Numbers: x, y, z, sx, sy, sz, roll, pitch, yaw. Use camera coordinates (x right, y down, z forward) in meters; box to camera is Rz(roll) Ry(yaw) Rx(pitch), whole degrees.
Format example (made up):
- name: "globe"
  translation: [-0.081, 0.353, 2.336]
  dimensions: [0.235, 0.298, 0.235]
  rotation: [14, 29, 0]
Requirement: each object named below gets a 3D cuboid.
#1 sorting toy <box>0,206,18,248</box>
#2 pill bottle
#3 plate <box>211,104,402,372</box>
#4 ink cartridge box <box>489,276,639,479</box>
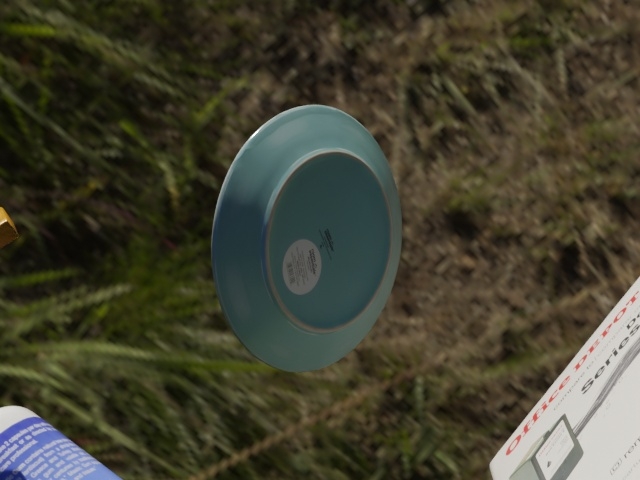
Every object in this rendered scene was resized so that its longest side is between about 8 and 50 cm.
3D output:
- name: "sorting toy"
  translation: [-0.406, 0.036, 1.544]
  dimensions: [0.307, 0.041, 0.229]
  rotation: [-33, 32, -3]
- name: "pill bottle"
  translation: [-0.262, 0.244, 1.644]
  dimensions: [0.272, 0.152, 0.152]
  rotation: [35, 84, 16]
- name: "plate"
  translation: [0.000, 0.000, 1.284]
  dimensions: [0.024, 0.188, 0.188]
  rotation: [7, 67, 43]
- name: "ink cartridge box"
  translation: [0.223, 0.151, 1.220]
  dimensions: [0.198, 0.115, 0.273]
  rotation: [-52, 8, 9]
